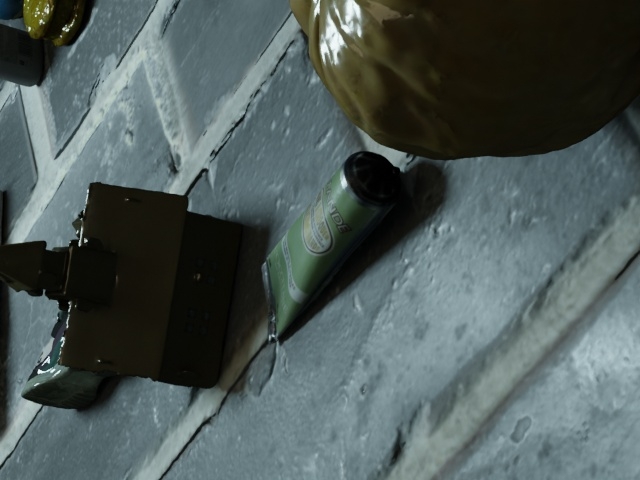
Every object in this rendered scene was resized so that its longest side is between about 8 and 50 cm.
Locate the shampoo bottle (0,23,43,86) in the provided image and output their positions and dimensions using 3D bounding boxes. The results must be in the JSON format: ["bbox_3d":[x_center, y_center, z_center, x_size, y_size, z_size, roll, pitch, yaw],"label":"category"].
[{"bbox_3d":[-0.437,-0.250,2.016,0.040,0.165,0.080,-36,50,46],"label":"shampoo bottle"}]

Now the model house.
[{"bbox_3d":[-0.230,0.035,1.519,0.176,0.248,0.180,-2,75,57],"label":"model house"}]

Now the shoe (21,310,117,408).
[{"bbox_3d":[-0.267,0.116,1.716,0.169,0.071,0.099,-39,45,38],"label":"shoe"}]

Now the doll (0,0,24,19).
[{"bbox_3d":[-0.425,-0.340,2.117,0.114,0.085,0.152,-66,22,-5],"label":"doll"}]

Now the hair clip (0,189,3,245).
[{"bbox_3d":[-0.457,0.080,1.995,0.085,0.101,0.330,-36,48,50],"label":"hair clip"}]

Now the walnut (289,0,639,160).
[{"bbox_3d":[0.113,-0.198,1.067,0.285,0.285,0.296,-52,51,33],"label":"walnut"}]

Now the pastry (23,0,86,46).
[{"bbox_3d":[-0.337,-0.298,1.983,0.097,0.057,0.109,-66,33,19],"label":"pastry"}]

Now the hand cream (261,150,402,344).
[{"bbox_3d":[0.000,0.000,1.370,0.235,0.055,0.086,-48,39,47],"label":"hand cream"}]
